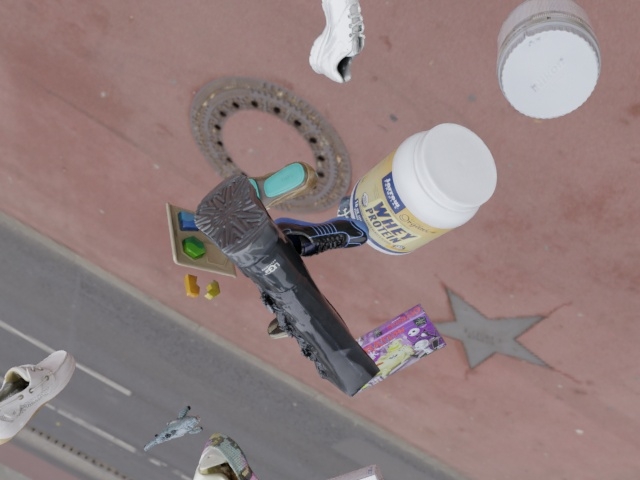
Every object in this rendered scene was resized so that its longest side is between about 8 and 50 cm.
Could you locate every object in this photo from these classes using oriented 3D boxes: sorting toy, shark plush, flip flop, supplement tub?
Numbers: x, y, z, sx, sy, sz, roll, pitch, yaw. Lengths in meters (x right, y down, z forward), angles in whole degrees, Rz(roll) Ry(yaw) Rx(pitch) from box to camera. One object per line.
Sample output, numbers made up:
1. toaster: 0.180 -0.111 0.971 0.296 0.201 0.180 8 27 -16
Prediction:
1. sorting toy: -0.330 0.035 1.730 0.041 0.307 0.229 -39 141 29
2. shark plush: -0.376 0.476 1.519 0.161 0.067 0.073 -18 91 1
3. flip flop: -0.052 0.300 2.067 0.276 0.112 0.080 -14 127 23
4. supplement tub: 0.231 -0.113 1.398 0.228 0.228 0.316 34 151 -11

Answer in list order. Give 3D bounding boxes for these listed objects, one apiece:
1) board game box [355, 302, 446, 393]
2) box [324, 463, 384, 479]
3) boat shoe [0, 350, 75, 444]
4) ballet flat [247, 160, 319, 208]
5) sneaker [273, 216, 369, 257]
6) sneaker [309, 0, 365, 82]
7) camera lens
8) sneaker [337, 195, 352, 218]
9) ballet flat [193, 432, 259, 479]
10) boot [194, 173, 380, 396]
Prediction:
1. board game box: 0.206 0.348 1.893 0.346 0.056 0.208 -31 128 9
2. box: 0.030 0.686 1.418 0.321 0.058 0.233 -23 93 14
3. boat shoe: -0.626 0.308 1.286 0.098 0.277 0.096 -13 112 16
4. ballet flat: -0.149 -0.142 1.757 0.342 0.116 0.124 -19 164 28
5. sneaker: 0.000 0.000 1.361 0.232 0.091 0.082 0 124 -6
6. sneaker: 0.067 -0.532 1.494 0.129 0.111 0.297 46 141 30
7. camera lens: 0.521 -0.428 1.390 0.219 0.274 0.220 8 127 11
8. sneaker: 0.125 -0.102 2.003 0.110 0.122 0.283 -19 156 19
9. ballet flat: -0.122 0.336 0.810 0.079 0.077 0.221 5 -161 -39
10. boot: -0.071 0.094 1.312 0.445 0.146 0.367 52 -178 -31
